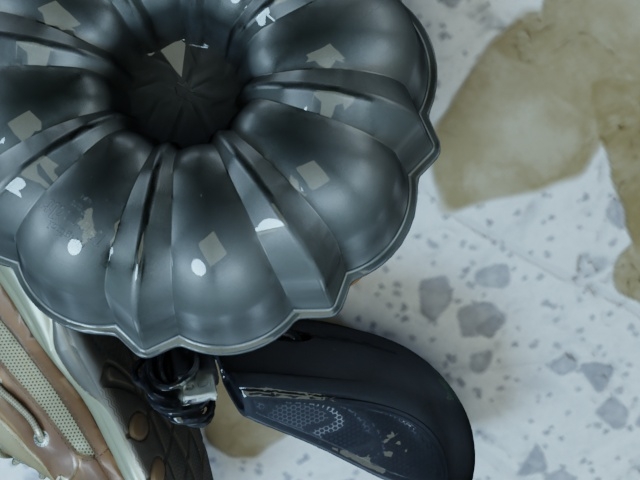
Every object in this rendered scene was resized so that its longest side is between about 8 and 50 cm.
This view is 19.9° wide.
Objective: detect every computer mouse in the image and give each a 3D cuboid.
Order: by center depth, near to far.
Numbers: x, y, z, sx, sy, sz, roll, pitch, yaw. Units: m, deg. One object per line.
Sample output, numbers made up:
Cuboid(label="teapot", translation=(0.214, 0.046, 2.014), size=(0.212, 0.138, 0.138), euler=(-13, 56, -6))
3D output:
Cuboid(label="computer mouse", translation=(0.002, 0.095, 1.267), size=(0.272, 0.188, 0.072), euler=(23, 107, -19))

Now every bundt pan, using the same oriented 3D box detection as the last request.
Cuboid(label="bundt pan", translation=(-0.084, -0.096, 1.134), size=(0.330, 0.124, 0.331), euler=(0, 80, 0))

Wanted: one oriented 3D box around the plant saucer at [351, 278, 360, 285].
Cuboid(label="plant saucer", translation=(0.000, 0.000, 1.303), size=(0.083, 0.013, 0.084), euler=(0, 110, -1))

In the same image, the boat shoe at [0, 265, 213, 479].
Cuboid(label="boat shoe", translation=(-0.180, 0.108, 1.282), size=(0.116, 0.123, 0.324), euler=(-28, 92, 18))
